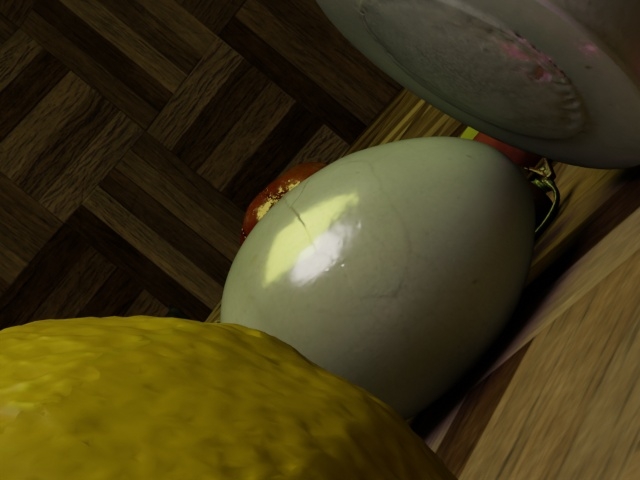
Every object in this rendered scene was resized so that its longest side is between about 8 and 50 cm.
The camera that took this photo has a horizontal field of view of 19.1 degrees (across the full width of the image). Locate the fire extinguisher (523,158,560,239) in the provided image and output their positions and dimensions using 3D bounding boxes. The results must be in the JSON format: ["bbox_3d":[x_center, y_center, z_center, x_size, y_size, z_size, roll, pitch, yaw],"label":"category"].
[{"bbox_3d":[0.115,-0.001,1.258,0.132,0.039,0.056,-50,37,6],"label":"fire extinguisher"}]

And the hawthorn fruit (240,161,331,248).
[{"bbox_3d":[0.000,0.000,1.850,0.148,0.148,0.172,-50,-15,7],"label":"hawthorn fruit"}]

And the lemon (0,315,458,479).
[{"bbox_3d":[-0.060,0.141,0.528,0.245,0.245,0.320,-49,-9,26],"label":"lemon"}]

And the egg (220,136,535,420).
[{"bbox_3d":[0.036,0.024,1.119,0.209,0.151,0.151,-42,5,7],"label":"egg"}]

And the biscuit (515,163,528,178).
[{"bbox_3d":[0.058,0.039,1.221,0.219,0.061,0.055,-63,0,8],"label":"biscuit"}]

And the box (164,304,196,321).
[{"bbox_3d":[-0.183,0.240,1.539,0.350,0.091,0.359,-56,-8,-17],"label":"box"}]

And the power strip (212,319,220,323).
[{"bbox_3d":[-0.108,0.185,1.351,0.044,0.064,0.305,-46,-22,-80],"label":"power strip"}]

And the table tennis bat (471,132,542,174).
[{"bbox_3d":[0.047,0.048,1.534,0.415,0.051,0.268,-51,3,36],"label":"table tennis bat"}]

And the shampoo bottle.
[{"bbox_3d":[0.144,-0.200,1.082,0.266,0.273,0.273,-58,6,-12],"label":"shampoo bottle"}]

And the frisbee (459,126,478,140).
[{"bbox_3d":[0.189,-0.140,1.831,0.236,0.017,0.236,-50,4,5],"label":"frisbee"}]
